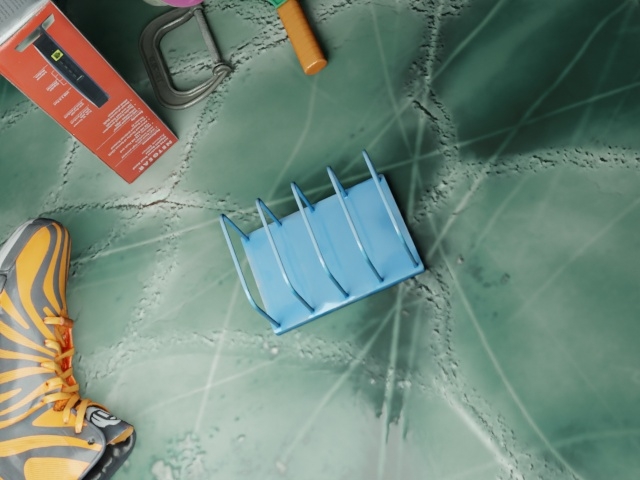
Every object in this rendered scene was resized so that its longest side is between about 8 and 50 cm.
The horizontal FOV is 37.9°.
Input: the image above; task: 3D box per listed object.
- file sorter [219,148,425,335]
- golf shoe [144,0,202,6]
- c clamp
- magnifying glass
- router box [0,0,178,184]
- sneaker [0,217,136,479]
[{"bbox_3d":[0.000,0.000,0.947,0.170,0.104,0.118,-24,67,5],"label":"file sorter"},{"bbox_3d":[-0.150,-0.419,1.119,0.140,0.115,0.306,9,72,58],"label":"golf shoe"},{"bbox_3d":[-0.152,-0.235,1.116,0.137,0.022,0.160,-20,67,7],"label":"c clamp"},{"bbox_3d":[-0.048,-0.296,1.098,0.092,0.026,0.231,-32,70,23],"label":"magnifying glass"},{"bbox_3d":[-0.331,-0.247,1.017,0.082,0.301,0.335,-42,65,-2],"label":"router box"},{"bbox_3d":[-0.268,0.143,0.973,0.180,0.124,0.321,10,85,14],"label":"sneaker"}]
